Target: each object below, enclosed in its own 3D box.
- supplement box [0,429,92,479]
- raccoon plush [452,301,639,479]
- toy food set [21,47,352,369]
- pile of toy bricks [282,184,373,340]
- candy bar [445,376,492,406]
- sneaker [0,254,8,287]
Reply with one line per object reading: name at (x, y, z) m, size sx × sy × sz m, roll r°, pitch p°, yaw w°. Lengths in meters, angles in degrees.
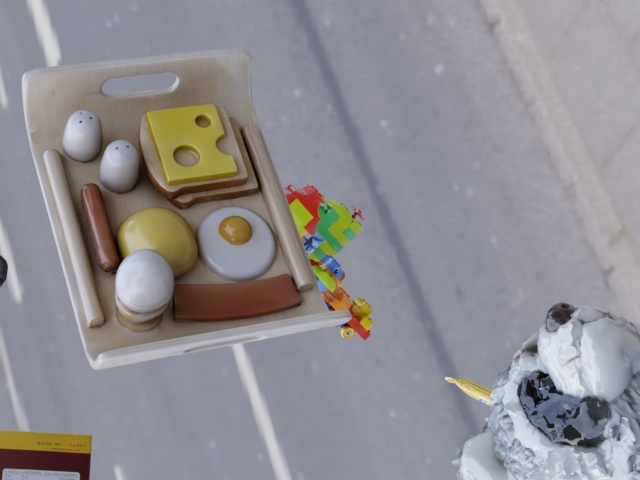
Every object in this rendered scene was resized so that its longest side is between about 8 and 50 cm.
supplement box at (-0.306, 0.311, 1.359) m, size 0.191 × 0.129 × 0.194 m, roll 120°, pitch 152°, yaw -61°
raccoon plush at (0.275, 0.234, 0.914) m, size 0.299 × 0.216 × 0.447 m, roll -10°, pitch 102°, yaw 50°
toy food set at (-0.123, -0.038, 1.193) m, size 0.092 × 0.219 × 0.306 m, roll 111°, pitch 145°, yaw -55°
pile of toy bricks at (0.000, 0.000, 1.411) m, size 0.212 × 0.105 × 0.118 m, roll 48°, pitch 178°, yaw -37°
candy bar at (0.215, 0.189, 1.534) m, size 0.161 × 0.018 × 0.040 m, roll 25°, pitch 175°, yaw 27°
sneaker at (-0.328, 0.091, 1.026) m, size 0.086 × 0.228 × 0.132 m, roll 34°, pitch -138°, yaw -54°
